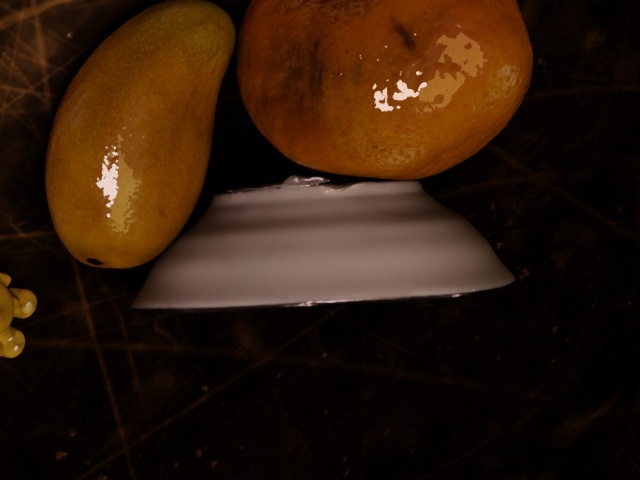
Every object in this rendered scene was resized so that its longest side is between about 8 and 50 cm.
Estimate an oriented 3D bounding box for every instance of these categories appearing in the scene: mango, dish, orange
[{"bbox_3d":[-0.140,-0.087,1.240,0.136,0.099,0.227,23,92,-38],"label":"mango"},{"bbox_3d":[0.000,0.000,1.298,0.316,0.316,0.106,-3,90,-35],"label":"dish"},{"bbox_3d":[0.051,-0.143,1.255,0.249,0.249,0.183,-42,126,-10],"label":"orange"}]

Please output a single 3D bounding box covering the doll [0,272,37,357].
[{"bbox_3d":[-0.294,0.051,1.202,0.145,0.096,0.188,-60,148,-27],"label":"doll"}]
